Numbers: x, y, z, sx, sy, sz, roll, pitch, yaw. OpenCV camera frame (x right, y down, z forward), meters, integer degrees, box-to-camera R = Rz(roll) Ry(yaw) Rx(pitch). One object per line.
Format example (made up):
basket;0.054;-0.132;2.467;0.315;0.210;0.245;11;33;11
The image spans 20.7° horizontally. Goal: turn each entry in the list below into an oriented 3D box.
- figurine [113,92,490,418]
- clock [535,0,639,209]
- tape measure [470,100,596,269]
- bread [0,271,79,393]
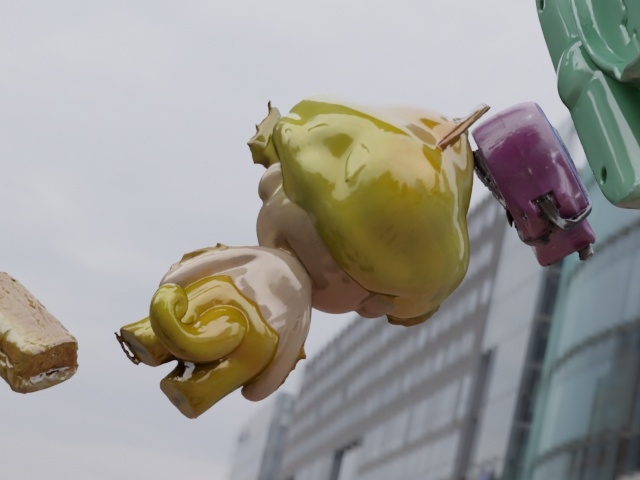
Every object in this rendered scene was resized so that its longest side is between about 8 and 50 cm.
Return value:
figurine;0.000;0.000;0.987;0.156;0.246;0.131;49;-24;-5
clock;0.129;-0.116;0.594;0.060;0.148;0.188;2;-48;-11
tape measure;0.171;-0.047;1.418;0.074;0.125;0.118;-28;-28;5
bread;-0.275;0.082;1.565;0.132;0.053;0.074;37;40;30
